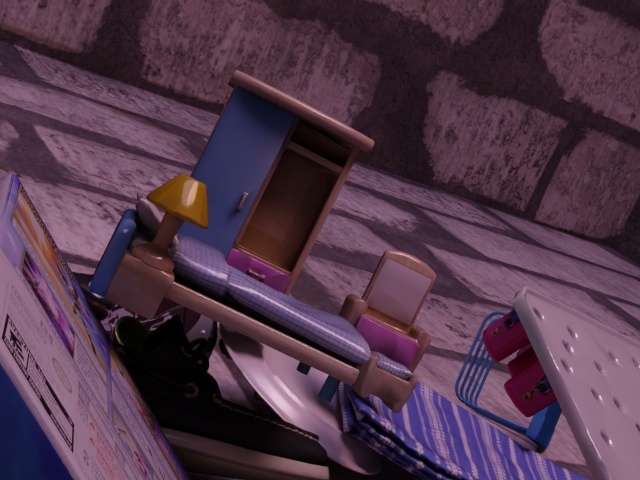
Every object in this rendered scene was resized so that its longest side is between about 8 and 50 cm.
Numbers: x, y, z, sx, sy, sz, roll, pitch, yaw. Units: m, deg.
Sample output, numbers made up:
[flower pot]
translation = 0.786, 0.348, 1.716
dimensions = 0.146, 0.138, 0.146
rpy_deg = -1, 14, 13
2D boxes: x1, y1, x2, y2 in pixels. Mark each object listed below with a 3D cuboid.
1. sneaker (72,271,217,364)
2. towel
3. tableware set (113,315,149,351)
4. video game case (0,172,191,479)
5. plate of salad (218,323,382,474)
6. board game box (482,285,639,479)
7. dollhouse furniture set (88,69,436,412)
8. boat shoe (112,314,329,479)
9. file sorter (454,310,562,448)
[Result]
[sneaker]
translation = -0.194, 0.047, 1.124
dimensions = 0.162, 0.106, 0.281
rpy_deg = 17, 14, -15
[towel]
translation = 0.164, 0.211, 1.102
dimensions = 0.336, 0.040, 0.243
rpy_deg = 32, 10, -7
[tableware set]
translation = -0.194, 0.102, 0.934
dimensions = 0.154, 0.024, 0.104
rpy_deg = 8, 57, -48
[video game case]
translation = -0.141, 0.118, 0.645
dimensions = 0.244, 0.061, 0.269
rpy_deg = -119, -177, -69
[plate of salad]
translation = -0.023, 0.145, 1.037
dimensions = 0.200, 0.048, 0.200
rpy_deg = 41, 10, -9
[board game box]
translation = 0.293, 0.246, 0.784
dimensions = 0.390, 0.050, 0.390
rpy_deg = 24, 36, -44
[dollhouse furniture set]
translation = 0.000, 0.000, 0.870
dimensions = 0.286, 0.198, 0.303
rpy_deg = 26, 0, -8
[boat shoe]
translation = -0.139, 0.106, 0.859
dimensions = 0.340, 0.113, 0.127
rpy_deg = 16, -21, -19
[file sorter]
translation = 0.227, 0.158, 1.293
dimensions = 0.104, 0.118, 0.170
rpy_deg = 22, -7, 19
